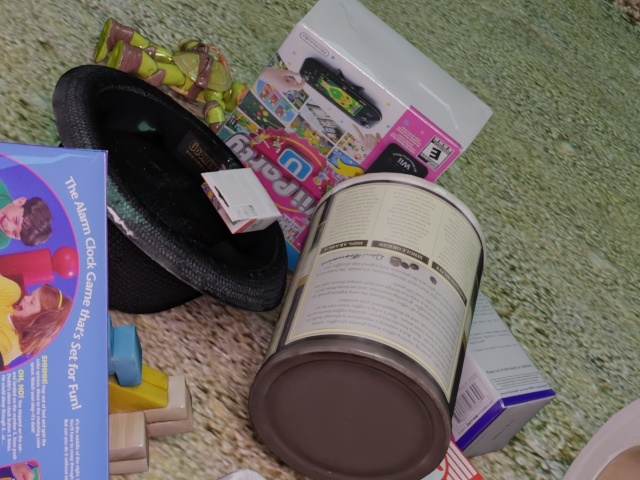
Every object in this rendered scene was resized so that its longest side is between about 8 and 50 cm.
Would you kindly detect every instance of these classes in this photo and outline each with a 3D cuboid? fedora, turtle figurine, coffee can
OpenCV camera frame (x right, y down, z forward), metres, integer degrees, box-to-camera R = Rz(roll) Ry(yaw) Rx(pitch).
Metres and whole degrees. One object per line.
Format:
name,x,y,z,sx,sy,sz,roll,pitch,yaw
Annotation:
fedora,-0.188,-0.022,1.595,0.334,0.152,0.334,42,23,-23
turtle figurine,-0.167,-0.198,1.916,0.217,0.087,0.269,18,38,-30
coffee can,0.056,0.090,1.586,0.201,0.201,0.275,32,41,-12

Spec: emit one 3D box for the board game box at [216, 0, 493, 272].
board game box,0.012,-0.104,1.716,0.224,0.303,0.097,39,46,-2

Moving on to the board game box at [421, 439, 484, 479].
board game box,0.070,0.221,1.676,0.193,0.045,0.147,50,35,17

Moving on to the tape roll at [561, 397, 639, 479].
tape roll,0.348,0.306,1.636,0.100,0.286,0.286,31,33,-13

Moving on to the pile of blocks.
pile of blocks,-0.261,0.120,1.370,0.362,0.149,0.112,21,39,-26

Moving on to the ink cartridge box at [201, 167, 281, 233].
ink cartridge box,-0.089,-0.040,1.573,0.063,0.029,0.115,56,22,10

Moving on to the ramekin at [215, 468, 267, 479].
ramekin,-0.091,0.328,1.191,0.277,0.135,0.277,-15,90,-78

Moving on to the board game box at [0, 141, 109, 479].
board game box,-0.292,0.092,1.247,0.233,0.078,0.347,4,81,-36

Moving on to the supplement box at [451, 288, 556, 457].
supplement box,0.155,0.136,1.808,0.114,0.111,0.220,-4,52,-48
